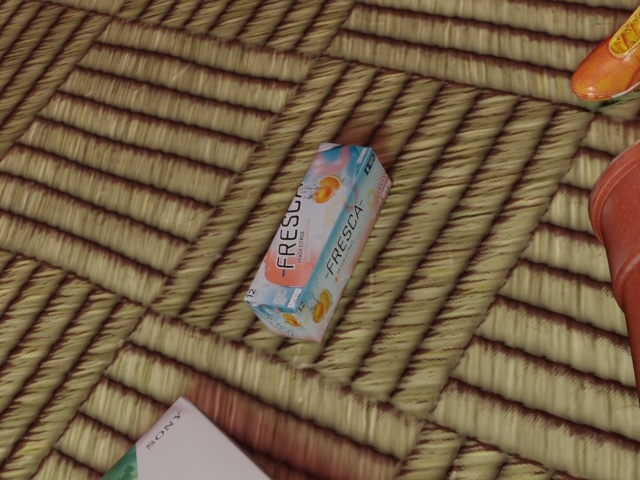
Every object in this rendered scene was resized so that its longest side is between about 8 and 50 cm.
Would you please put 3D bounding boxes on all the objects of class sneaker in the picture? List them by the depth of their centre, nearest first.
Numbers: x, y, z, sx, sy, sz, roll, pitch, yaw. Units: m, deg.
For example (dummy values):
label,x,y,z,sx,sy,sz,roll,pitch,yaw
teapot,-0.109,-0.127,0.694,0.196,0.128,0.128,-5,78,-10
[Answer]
label,x,y,z,sx,sy,sz,roll,pitch,yaw
sneaker,0.297,-0.194,1.105,0.175,0.067,0.064,-39,49,-2

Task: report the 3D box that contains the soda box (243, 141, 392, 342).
label,x,y,z,sx,sy,sz,roll,pitch,yaw
soda box,0.000,0.000,1.115,0.058,0.063,0.183,8,60,32

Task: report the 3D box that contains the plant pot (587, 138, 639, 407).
label,x,y,z,sx,sy,sz,roll,pitch,yaw
plant pot,0.316,0.087,0.770,0.272,0.272,0.265,-9,61,22

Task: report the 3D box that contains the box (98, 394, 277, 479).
label,x,y,z,sx,sy,sz,roll,pitch,yaw
box,-0.106,0.274,0.919,0.232,0.058,0.322,-46,33,-10
